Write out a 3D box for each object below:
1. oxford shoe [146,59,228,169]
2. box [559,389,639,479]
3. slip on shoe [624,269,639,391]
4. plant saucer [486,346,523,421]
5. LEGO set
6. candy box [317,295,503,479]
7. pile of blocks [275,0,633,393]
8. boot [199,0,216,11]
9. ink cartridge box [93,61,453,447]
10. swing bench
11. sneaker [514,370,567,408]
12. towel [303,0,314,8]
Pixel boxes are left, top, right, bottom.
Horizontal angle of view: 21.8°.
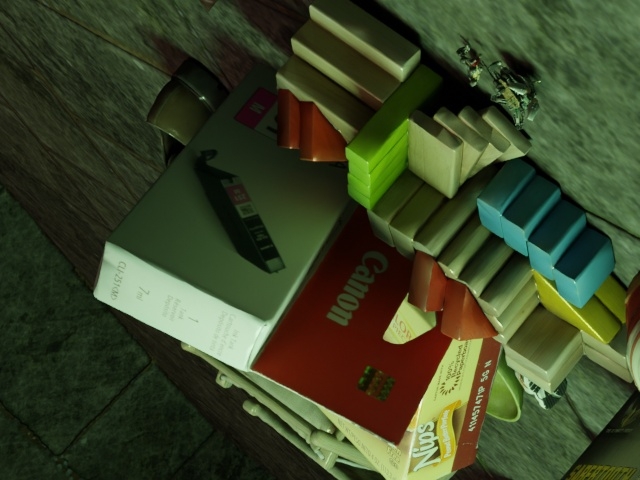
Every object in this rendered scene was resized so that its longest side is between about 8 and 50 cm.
[{"bbox_3d":[-0.112,-0.077,1.668,0.083,0.096,0.227,30,163,42],"label":"oxford shoe"},{"bbox_3d":[0.242,0.193,1.238,0.056,0.183,0.231,44,168,-5],"label":"box"},{"bbox_3d":[0.300,0.125,1.051,0.331,0.123,0.101,44,-159,-26],"label":"slip on shoe"},{"bbox_3d":[0.113,0.080,1.610,0.241,0.037,0.241,42,168,11],"label":"plant saucer"},{"bbox_3d":[0.118,-0.101,1.048,0.083,0.023,0.054,52,171,32],"label":"LEGO set"},{"bbox_3d":[0.018,0.040,1.404,0.316,0.087,0.183,45,139,36],"label":"candy box"},{"bbox_3d":[0.095,-0.010,1.170,0.362,0.112,0.149,43,165,-8],"label":"pile of blocks"},{"bbox_3d":[-0.106,-0.225,1.291,0.114,0.037,0.106,53,178,-24],"label":"boot"},{"bbox_3d":[0.000,0.000,1.223,0.239,0.275,0.060,26,129,7],"label":"ink cartridge box"},{"bbox_3d":[0.013,0.182,1.967,0.253,0.165,0.255,32,164,40],"label":"swing bench"},{"bbox_3d":[0.188,0.114,1.480,0.044,0.040,0.109,39,166,30],"label":"sneaker"},{"bbox_3d":[0.021,-0.148,1.208,0.060,0.009,0.083,28,160,53],"label":"towel"}]
